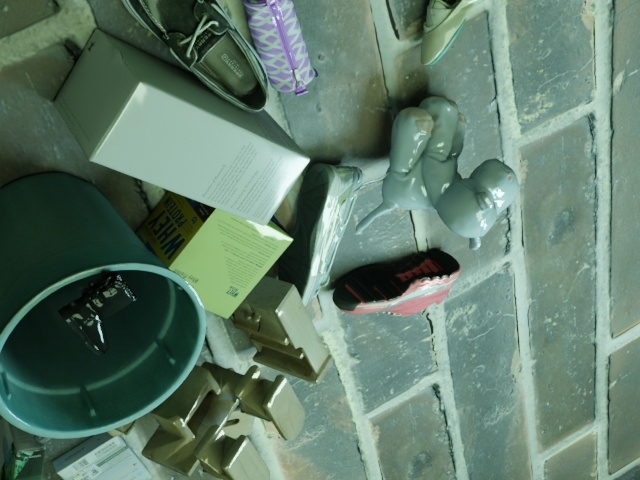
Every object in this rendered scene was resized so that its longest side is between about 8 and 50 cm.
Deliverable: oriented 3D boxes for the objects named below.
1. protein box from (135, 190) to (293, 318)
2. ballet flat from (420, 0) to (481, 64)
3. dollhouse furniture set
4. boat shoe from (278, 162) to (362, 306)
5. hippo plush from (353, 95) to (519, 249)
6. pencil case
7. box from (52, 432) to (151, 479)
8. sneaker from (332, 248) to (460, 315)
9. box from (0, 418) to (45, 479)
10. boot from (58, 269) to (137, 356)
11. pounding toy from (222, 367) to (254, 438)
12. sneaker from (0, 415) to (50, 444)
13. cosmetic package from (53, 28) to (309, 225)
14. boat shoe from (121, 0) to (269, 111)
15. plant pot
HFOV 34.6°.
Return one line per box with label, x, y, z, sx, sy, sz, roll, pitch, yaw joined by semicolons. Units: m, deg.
protein box;-0.203;0.003;1.881;0.201;0.136;0.200;-50;137;11
ballet flat;0.245;-0.438;1.877;0.248;0.086;0.086;-51;136;10
dollhouse furniture set;-0.176;0.291;1.997;0.394;0.362;0.256;-56;143;-28
boat shoe;-0.001;-0.002;2.035;0.103;0.118;0.320;-1;117;-34
hippo plush;0.247;-0.124;1.964;0.294;0.236;0.234;-39;145;-29
pencil case;-0.070;-0.340;1.722;0.086;0.088;0.206;-21;135;1
box;-0.460;0.487;2.179;0.145;0.038;0.186;-32;136;-8
sneaker;0.169;0.127;2.257;0.313;0.116;0.136;-13;133;-26
box;-0.574;0.420;1.903;0.058;0.232;0.322;-3;126;-27
boot;-0.308;0.104;1.473;0.099;0.045;0.121;-37;137;-8
pounding toy;-0.225;0.371;2.121;0.181;0.206;0.094;-8;129;-29
sneaker;-0.548;0.235;1.743;0.121;0.300;0.111;-57;173;-8
cosmetic package;-0.221;-0.179;1.675;0.365;0.197;0.155;20;112;-41
boat shoe;-0.185;-0.330;1.617;0.121;0.119;0.335;-45;129;9
plant pot;-0.404;0.080;1.662;0.341;0.334;0.341;-18;133;-21
